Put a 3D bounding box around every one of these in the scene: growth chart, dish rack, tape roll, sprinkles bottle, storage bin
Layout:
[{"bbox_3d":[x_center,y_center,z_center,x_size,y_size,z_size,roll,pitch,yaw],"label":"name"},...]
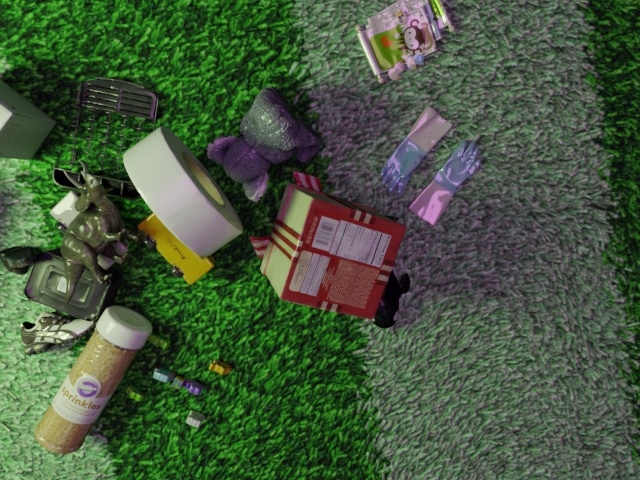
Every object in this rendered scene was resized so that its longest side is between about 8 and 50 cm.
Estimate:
[{"bbox_3d":[0.205,-0.501,1.154,0.237,0.021,0.171,-34,97,2],"label":"growth chart"},{"bbox_3d":[-0.494,-0.243,1.125,0.209,0.074,0.271,10,95,-4],"label":"dish rack"},{"bbox_3d":[-0.292,-0.105,1.044,0.100,0.286,0.286,-36,96,2],"label":"tape roll"},{"bbox_3d":[-0.547,0.334,1.158,0.121,0.121,0.355,32,94,-5],"label":"sprinkles bottle"},{"bbox_3d":[-0.590,0.104,1.151,0.180,0.084,0.121,22,95,-5],"label":"storage bin"}]

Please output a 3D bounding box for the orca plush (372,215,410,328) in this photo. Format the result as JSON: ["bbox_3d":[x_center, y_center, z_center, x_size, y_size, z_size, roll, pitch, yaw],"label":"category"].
[{"bbox_3d":[0.158,0.083,1.169,0.151,0.102,0.286,10,95,-3],"label":"orca plush"}]

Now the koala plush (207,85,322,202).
[{"bbox_3d":[-0.141,-0.216,1.096,0.221,0.203,0.196,-40,96,14],"label":"koala plush"}]

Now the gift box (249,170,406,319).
[{"bbox_3d":[0.000,0.000,1.074,0.277,0.258,0.254,21,97,-19],"label":"gift box"}]

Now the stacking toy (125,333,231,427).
[{"bbox_3d":[-0.359,0.349,1.206,0.221,0.052,0.166,25,93,-3],"label":"stacking toy"}]

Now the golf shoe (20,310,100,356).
[{"bbox_3d":[-0.638,0.209,1.164,0.198,0.077,0.093,-19,96,-1],"label":"golf shoe"}]

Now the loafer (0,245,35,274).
[{"bbox_3d":[-0.700,0.050,1.119,0.062,0.170,0.061,-28,111,-36],"label":"loafer"}]

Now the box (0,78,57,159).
[{"bbox_3d":[-0.731,-0.281,1.058,0.181,0.182,0.119,39,95,-5],"label":"box"}]

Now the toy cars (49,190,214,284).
[{"bbox_3d":[-0.437,-0.012,1.148,0.395,0.087,0.176,10,104,1],"label":"toy cars"}]

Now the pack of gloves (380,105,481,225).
[{"bbox_3d":[0.275,-0.182,1.177,0.195,0.046,0.232,35,94,-4],"label":"pack of gloves"}]

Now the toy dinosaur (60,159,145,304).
[{"bbox_3d":[-0.505,-0.006,1.066,0.160,0.121,0.313,33,109,7],"label":"toy dinosaur"}]
